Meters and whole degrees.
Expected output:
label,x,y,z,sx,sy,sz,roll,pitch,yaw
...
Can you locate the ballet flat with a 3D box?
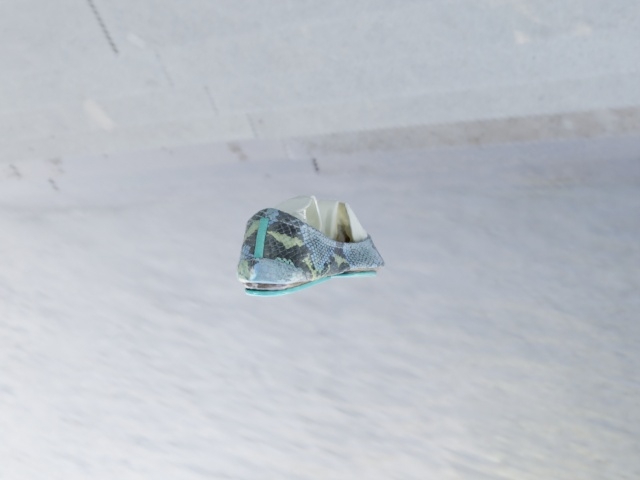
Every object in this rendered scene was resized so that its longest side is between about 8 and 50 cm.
label,x,y,z,sx,sy,sz,roll,pitch,yaw
ballet flat,0.000,0.000,0.776,0.070,0.070,0.188,16,-173,17
